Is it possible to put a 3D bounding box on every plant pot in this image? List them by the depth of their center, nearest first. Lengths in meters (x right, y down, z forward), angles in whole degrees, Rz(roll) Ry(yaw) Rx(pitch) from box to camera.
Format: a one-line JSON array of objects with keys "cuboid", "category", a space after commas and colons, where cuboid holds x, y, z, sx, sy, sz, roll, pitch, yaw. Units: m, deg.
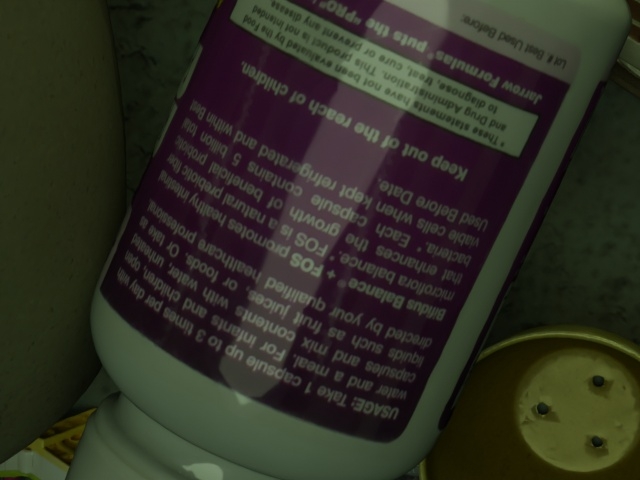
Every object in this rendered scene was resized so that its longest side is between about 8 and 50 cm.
[{"cuboid": [0.122, 0.096, 0.834, 0.134, 0.095, 0.134, 3, 103, 13], "category": "plant pot"}]

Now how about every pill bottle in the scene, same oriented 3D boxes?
[{"cuboid": [0.000, 0.000, 0.752, 0.169, 0.169, 0.302, 26, 100, 7], "category": "pill bottle"}]

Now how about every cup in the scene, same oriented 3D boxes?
[{"cuboid": [-0.221, -0.017, 0.802, 0.331, 0.331, 0.237, -16, 120, 17], "category": "cup"}]

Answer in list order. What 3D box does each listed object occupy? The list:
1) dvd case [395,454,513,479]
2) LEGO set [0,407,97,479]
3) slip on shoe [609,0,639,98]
[{"cuboid": [0.064, 0.171, 0.909, 0.087, 0.013, 0.119, -3, 101, 14], "category": "dvd case"}, {"cuboid": [-0.158, 0.159, 0.909, 0.287, 0.132, 0.107, 9, 114, 5], "category": "LEGO set"}, {"cuboid": [0.184, -0.070, 0.811, 0.135, 0.051, 0.041, 28, 148, -2], "category": "slip on shoe"}]
